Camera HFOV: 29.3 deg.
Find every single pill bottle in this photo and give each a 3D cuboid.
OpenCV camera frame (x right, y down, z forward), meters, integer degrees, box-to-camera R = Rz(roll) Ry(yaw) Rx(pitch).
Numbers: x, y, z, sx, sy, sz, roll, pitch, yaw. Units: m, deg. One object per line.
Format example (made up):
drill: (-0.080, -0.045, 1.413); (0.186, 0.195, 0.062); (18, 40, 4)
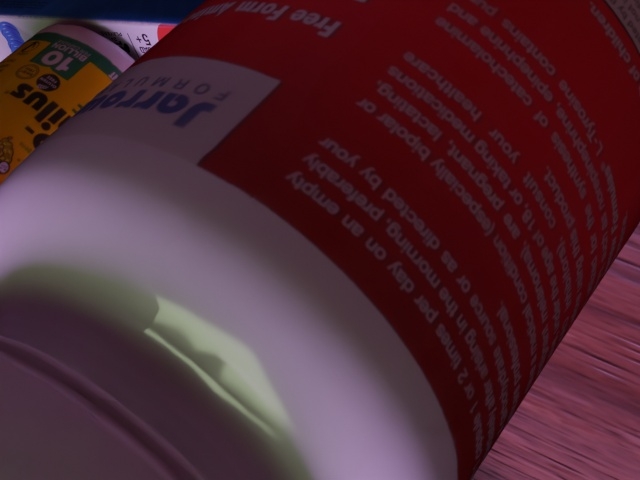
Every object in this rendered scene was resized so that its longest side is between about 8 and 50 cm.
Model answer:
pill bottle: (0.000, 0.000, 0.549); (0.229, 0.407, 0.229); (26, 144, 21)
pill bottle: (-0.195, -0.029, 0.736); (0.118, 0.208, 0.117); (27, 144, 21)

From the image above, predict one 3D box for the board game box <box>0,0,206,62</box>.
board game box: (-0.106, -0.055, 0.889); (0.308, 0.086, 0.302); (10, 136, 38)
